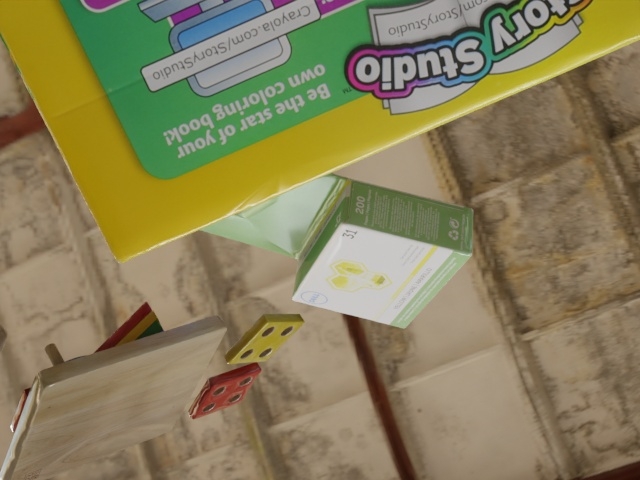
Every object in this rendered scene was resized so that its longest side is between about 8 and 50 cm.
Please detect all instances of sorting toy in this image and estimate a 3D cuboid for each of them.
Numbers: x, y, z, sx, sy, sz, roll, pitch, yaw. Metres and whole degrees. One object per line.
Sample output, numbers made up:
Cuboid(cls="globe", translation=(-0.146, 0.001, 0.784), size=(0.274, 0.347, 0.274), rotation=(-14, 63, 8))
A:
Cuboid(cls="sorting toy", translation=(-0.139, 0.094, 0.740), size=(0.046, 0.274, 0.132), rotation=(54, -42, 24))

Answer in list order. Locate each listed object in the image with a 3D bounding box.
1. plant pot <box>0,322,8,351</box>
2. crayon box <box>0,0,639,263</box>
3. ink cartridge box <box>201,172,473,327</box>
Cuboid(cls="plant pot", translation=(-0.466, 0.093, 1.167), size=(0.229, 0.263, 0.263), rotation=(39, -66, -12))
Cuboid(cls="crayon box", translation=(-0.020, -0.203, 0.655), size=(0.362, 0.106, 0.313), rotation=(-23, -70, 4))
Cuboid(cls="ink cartridge box", translation=(0.000, 0.000, 1.013), size=(0.171, 0.235, 0.056), rotation=(123, -22, -58))
